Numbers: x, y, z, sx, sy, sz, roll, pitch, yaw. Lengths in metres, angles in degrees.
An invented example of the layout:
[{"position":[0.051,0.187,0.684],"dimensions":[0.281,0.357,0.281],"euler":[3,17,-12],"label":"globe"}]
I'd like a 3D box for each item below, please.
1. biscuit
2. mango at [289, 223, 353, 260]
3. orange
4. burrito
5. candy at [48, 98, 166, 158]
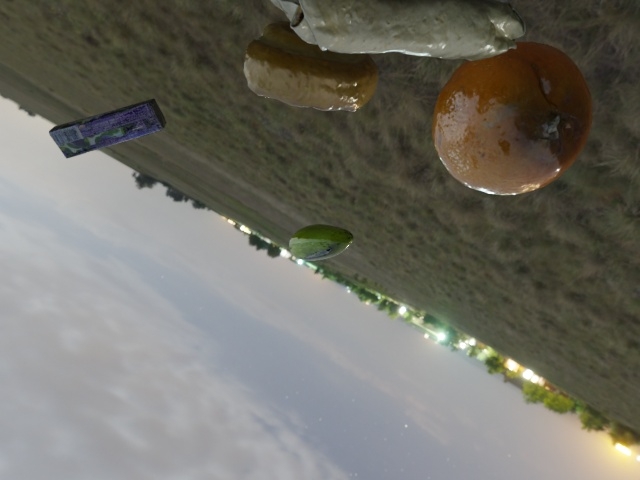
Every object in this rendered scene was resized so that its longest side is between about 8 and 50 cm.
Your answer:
[{"position":[-0.004,-0.300,0.723],"dimensions":[0.213,0.091,0.274],"euler":[14,-146,-6],"label":"biscuit"},{"position":[0.000,0.000,0.889],"dimensions":[0.091,0.074,0.165],"euler":[-21,-175,-43],"label":"mango"},{"position":[0.276,-0.172,0.615],"dimensions":[0.224,0.224,0.170],"euler":[31,-174,-24],"label":"orange"},{"position":[0.085,-0.221,0.431],"dimensions":[0.275,0.059,0.082],"euler":[-11,-126,-24],"label":"burrito"},{"position":[-0.602,-0.319,1.224],"dimensions":[0.061,0.312,0.088],"euler":[-99,-6,-56],"label":"candy"}]
